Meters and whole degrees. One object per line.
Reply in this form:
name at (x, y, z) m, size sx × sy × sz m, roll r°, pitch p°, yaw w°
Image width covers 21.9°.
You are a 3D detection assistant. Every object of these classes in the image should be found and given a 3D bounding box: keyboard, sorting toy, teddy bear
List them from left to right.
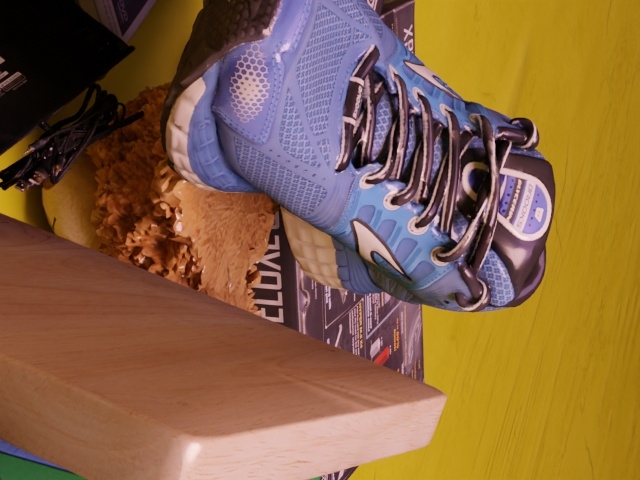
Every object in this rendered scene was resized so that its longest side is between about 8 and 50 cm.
keyboard at (-0.151, -0.058, 0.749) m, size 0.038 × 0.100 × 0.192 m, roll -52°, pitch 179°, yaw 34°
sorting toy at (-0.115, 0.059, 0.620) m, size 0.257 × 0.255 × 0.089 m, roll 7°, pitch 103°, yaw -69°
teddy bear at (-0.100, 0.078, 0.879) m, size 0.245 × 0.113 × 0.338 m, roll -48°, pitch 145°, yaw -48°

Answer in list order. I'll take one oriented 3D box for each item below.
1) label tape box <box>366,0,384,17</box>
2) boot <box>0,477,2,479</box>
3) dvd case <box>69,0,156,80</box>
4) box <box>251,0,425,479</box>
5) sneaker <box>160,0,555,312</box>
label tape box at (-0.024, -0.254, 0.905) m, size 0.240 × 0.106 × 0.334 m, roll 58°, pitch 42°, yaw -58°
boot at (-0.188, 0.038, 0.470) m, size 0.219 × 0.106 × 0.082 m, roll 47°, pitch 14°, yaw -7°
dvd case at (-0.104, -0.227, 0.892) m, size 0.239 × 0.029 × 0.179 m, roll -64°, pitch 151°, yaw -44°
box at (0.000, 0.000, 1.138) m, size 0.242 × 0.076 × 0.307 m, roll -41°, pitch 131°, yaw -62°
sneaker at (0.039, -0.047, 0.786) m, size 0.130 × 0.147 × 0.330 m, roll -69°, pitch 155°, yaw -9°
